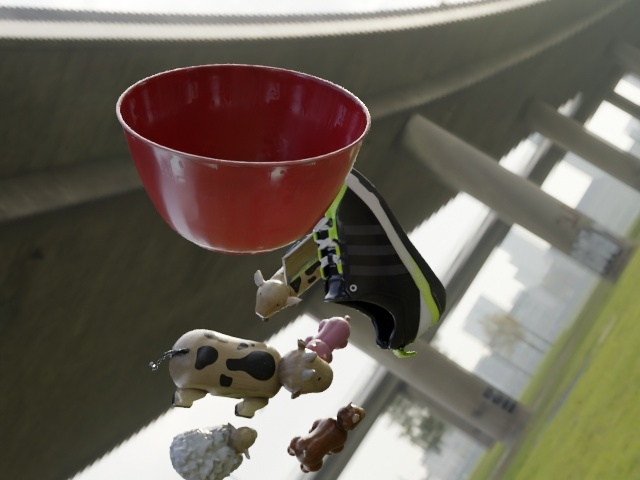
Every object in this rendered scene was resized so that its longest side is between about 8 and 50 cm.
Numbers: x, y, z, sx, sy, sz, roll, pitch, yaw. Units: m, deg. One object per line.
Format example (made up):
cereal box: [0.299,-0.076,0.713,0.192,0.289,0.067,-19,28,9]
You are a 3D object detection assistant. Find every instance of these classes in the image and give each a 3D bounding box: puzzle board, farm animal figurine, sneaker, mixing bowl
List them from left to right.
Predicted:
mixing bowl: [-0.057,-0.053,0.875,0.181,0.181,0.098,-42,-36,-52]
farm animal figurine: [-0.074,0.167,1.709,0.327,0.330,0.172,-5,-22,-22]
puzzle board: [0.000,0.000,1.536,0.128,0.011,0.096,-39,-16,-14]
sneaker: [0.034,0.017,1.177,0.097,0.234,0.084,-45,11,-23]
